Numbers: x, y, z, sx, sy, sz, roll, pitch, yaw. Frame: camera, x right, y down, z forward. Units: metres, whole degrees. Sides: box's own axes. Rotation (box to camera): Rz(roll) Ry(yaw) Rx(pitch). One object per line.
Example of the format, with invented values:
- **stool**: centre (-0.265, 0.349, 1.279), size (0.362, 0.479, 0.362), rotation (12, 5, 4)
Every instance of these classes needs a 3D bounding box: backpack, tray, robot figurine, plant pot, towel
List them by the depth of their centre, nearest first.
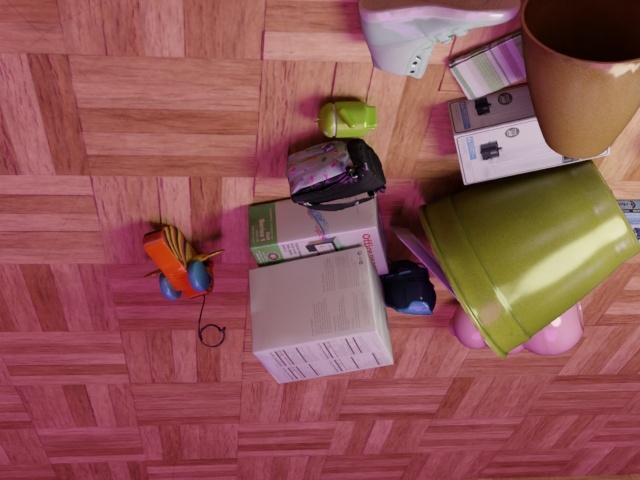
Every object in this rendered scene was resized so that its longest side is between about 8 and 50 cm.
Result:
- **plant pot**: centre (0.440, -0.263, 1.400), size (0.237, 0.237, 0.254), rotation (-6, 139, 2)
- **towel**: centre (0.318, -0.317, 1.534), size (0.152, 0.023, 0.113), rotation (-22, 145, 21)
- **robot figurine**: centre (0.047, -0.226, 1.590), size (0.115, 0.067, 0.101), rotation (-2, 178, -6)
- **backpack**: centre (0.023, -0.131, 1.681), size (0.182, 0.115, 0.152), rotation (-17, 155, 19)
- **plant pot**: centre (0.449, 0.003, 1.771), size (0.353, 0.367, 0.366), rotation (-29, 141, 14)
- **tray**: centre (0.261, 0.064, 1.904), size (0.030, 0.145, 0.270), rotation (-43, 101, 4)

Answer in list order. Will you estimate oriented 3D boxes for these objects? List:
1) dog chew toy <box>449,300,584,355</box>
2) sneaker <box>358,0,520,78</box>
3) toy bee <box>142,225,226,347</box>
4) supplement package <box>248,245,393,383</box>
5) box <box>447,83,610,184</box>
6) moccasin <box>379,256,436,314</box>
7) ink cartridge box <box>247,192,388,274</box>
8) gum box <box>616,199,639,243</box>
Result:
- **dog chew toy**: centre (0.493, 0.201, 2.174), size (0.331, 0.207, 0.206), rotation (-11, 147, 22)
- **sneaker**: centre (0.198, -0.344, 1.406), size (0.255, 0.094, 0.151), rotation (0, 142, 11)
- **toy bee**: centre (-0.308, 0.077, 1.956), size (0.195, 0.162, 0.298), rotation (1, 122, 6)
- **supplement package**: centre (0.002, 0.165, 1.837), size (0.262, 0.199, 0.198), rotation (-12, 149, 10)
- **box**: centre (0.400, -0.214, 1.632), size (0.289, 0.087, 0.169), rotation (-11, 146, 9)
- **moccasin**: centre (0.206, 0.100, 1.980), size (0.137, 0.117, 0.342), rotation (4, -179, -13)
- **ink cartridge box**: centre (0.000, 0.000, 1.877), size (0.278, 0.117, 0.201), rotation (-10, 146, 7)
- **gum box**: centre (0.682, -0.025, 1.990), size (0.156, 0.041, 0.184), rotation (-1, 145, -5)
